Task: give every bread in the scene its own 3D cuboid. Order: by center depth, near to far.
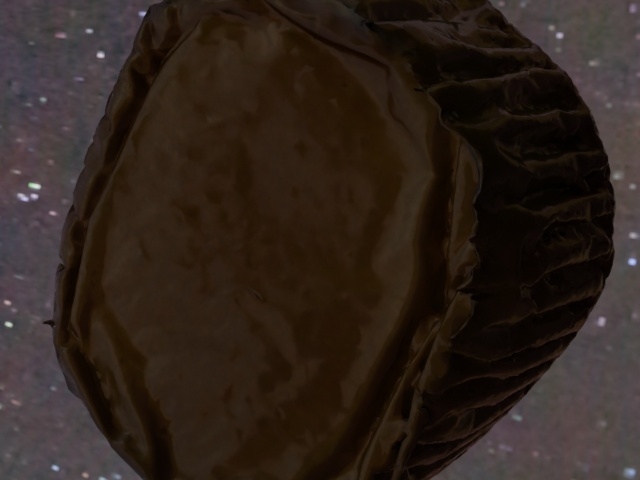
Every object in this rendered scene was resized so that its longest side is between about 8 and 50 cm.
[{"bbox_3d":[0.000,0.000,0.622,0.142,0.227,0.253,-7,-47,-56],"label":"bread"}]
